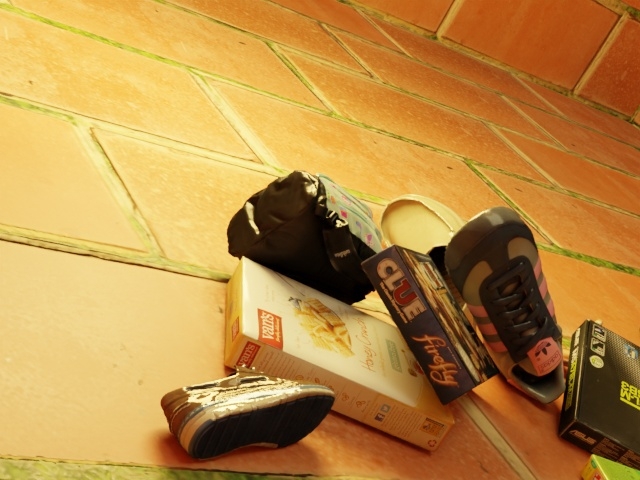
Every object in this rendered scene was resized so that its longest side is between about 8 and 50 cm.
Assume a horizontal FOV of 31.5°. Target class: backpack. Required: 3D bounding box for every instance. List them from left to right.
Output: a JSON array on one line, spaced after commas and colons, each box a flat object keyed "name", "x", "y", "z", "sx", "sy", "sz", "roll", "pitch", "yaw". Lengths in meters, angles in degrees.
[{"name": "backpack", "x": 0.000, "y": 0.000, "z": 1.293, "sx": 0.182, "sy": 0.152, "sz": 0.115, "roll": 32, "pitch": 41, "yaw": -41}]

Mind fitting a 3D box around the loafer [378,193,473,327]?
[{"name": "loafer", "x": 0.159, "y": 0.022, "z": 1.526, "sx": 0.092, "sy": 0.102, "sz": 0.268, "roll": 17, "pitch": 24, "yaw": -47}]

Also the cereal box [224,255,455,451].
[{"name": "cereal box", "x": 0.015, "y": 0.116, "z": 1.180, "sx": 0.240, "sy": 0.047, "sz": 0.173, "roll": 25, "pitch": 21, "yaw": -15}]

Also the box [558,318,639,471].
[{"name": "box", "x": 0.393, "y": 0.210, "z": 1.407, "sx": 0.191, "sy": 0.045, "sz": 0.184, "roll": 29, "pitch": 38, "yaw": -4}]

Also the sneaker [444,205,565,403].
[{"name": "sneaker", "x": 0.234, "y": 0.081, "z": 1.314, "sx": 0.131, "sy": 0.112, "sz": 0.319, "roll": 56, "pitch": -1, "yaw": 35}]

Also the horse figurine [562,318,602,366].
[{"name": "horse figurine", "x": 0.438, "y": 0.193, "z": 1.559, "sx": 0.263, "sy": 0.066, "sz": 0.174, "roll": 36, "pitch": 20, "yaw": 17}]

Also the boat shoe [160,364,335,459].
[{"name": "boat shoe", "x": -0.060, "y": 0.140, "z": 0.992, "sx": 0.066, "sy": 0.066, "sz": 0.183, "roll": 42, "pitch": 23, "yaw": 32}]

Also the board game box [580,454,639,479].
[{"name": "board game box", "x": 0.421, "y": 0.323, "z": 1.271, "sx": 0.259, "sy": 0.039, "sz": 0.124, "roll": 19, "pitch": 23, "yaw": -21}]

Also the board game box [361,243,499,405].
[{"name": "board game box", "x": 0.125, "y": 0.089, "z": 1.230, "sx": 0.165, "sy": 0.042, "sz": 0.243, "roll": 60, "pitch": 10, "yaw": 10}]
